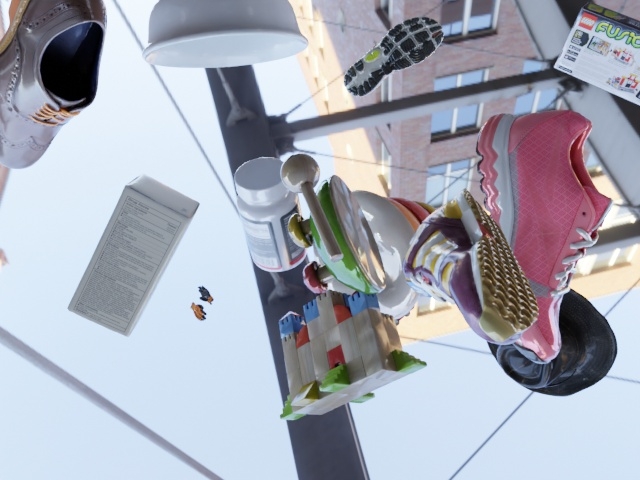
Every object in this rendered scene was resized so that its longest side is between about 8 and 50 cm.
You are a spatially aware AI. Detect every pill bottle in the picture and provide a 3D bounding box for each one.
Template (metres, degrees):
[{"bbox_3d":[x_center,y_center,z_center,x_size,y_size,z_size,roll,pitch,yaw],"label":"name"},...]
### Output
[{"bbox_3d":[-0.129,-0.066,1.381,0.161,0.283,0.161,-4,-136,4],"label":"pill bottle"}]

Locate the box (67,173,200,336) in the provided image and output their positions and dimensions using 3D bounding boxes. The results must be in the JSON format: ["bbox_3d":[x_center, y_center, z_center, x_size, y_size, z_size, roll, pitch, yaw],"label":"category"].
[{"bbox_3d":[-0.393,0.031,1.117,0.148,0.311,0.121,30,-164,-12],"label":"box"}]

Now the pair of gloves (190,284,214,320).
[{"bbox_3d":[-0.306,0.161,1.351,0.010,0.083,0.074,10,-160,-46],"label":"pair of gloves"}]

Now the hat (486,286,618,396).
[{"bbox_3d":[0.526,0.262,1.284,0.331,0.331,0.134,33,-142,31],"label":"hat"}]

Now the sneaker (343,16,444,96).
[{"bbox_3d":[0.178,-0.476,1.340,0.279,0.107,0.118,-26,-162,23],"label":"sneaker"}]

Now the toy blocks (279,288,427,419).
[{"bbox_3d":[0.042,0.242,1.261,0.381,0.191,0.260,-35,-129,33],"label":"toy blocks"}]

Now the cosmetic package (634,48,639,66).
[{"bbox_3d":[0.455,-0.209,0.345,0.385,0.217,0.156,-32,-96,-3],"label":"cosmetic package"}]

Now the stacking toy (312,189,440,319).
[{"bbox_3d":[0.246,-0.010,1.474,0.351,0.350,0.480,34,-142,31],"label":"stacking toy"}]

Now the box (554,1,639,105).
[{"bbox_3d":[0.513,-0.301,0.875,0.207,0.114,0.036,35,-125,21],"label":"box"}]

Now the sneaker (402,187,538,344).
[{"bbox_3d":[0.109,0.030,0.418,0.084,0.069,0.185,-40,-166,25],"label":"sneaker"}]

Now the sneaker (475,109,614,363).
[{"bbox_3d":[0.273,-0.006,0.624,0.136,0.313,0.116,-7,180,37],"label":"sneaker"}]

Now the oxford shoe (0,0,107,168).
[{"bbox_3d":[-0.410,-0.216,0.766,0.130,0.363,0.132,-8,-122,-46],"label":"oxford shoe"}]

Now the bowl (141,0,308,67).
[{"bbox_3d":[-0.174,-0.398,0.933,0.298,0.134,0.298,-7,-169,1],"label":"bowl"}]

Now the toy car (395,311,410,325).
[{"bbox_3d":[0.148,0.268,1.492,0.053,0.239,0.225,43,-132,-7],"label":"toy car"}]

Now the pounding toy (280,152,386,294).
[{"bbox_3d":[0.000,0.000,0.752,0.110,0.237,0.182,-24,-116,16],"label":"pounding toy"}]
